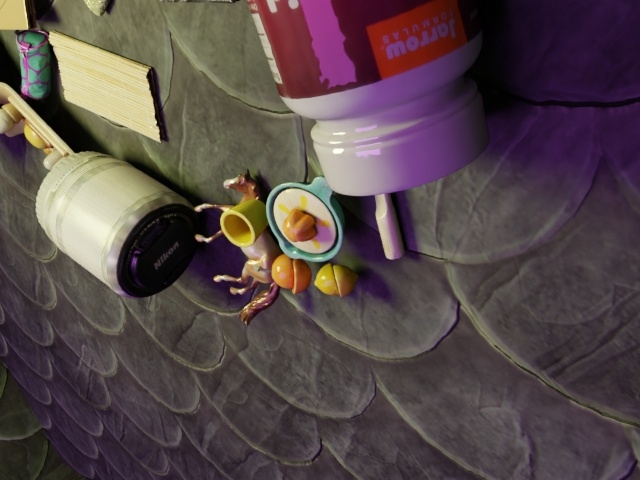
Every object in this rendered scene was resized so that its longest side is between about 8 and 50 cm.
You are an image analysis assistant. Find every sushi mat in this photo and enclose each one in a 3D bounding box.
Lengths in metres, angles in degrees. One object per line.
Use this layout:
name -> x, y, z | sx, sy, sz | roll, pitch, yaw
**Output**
sushi mat -> -0.417, -0.299, 1.329 | 0.316, 0.019, 0.151 | 26, 137, 32

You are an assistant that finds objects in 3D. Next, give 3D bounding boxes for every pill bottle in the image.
pill bottle -> 0.036, -0.259, 0.697 | 0.224, 0.224, 0.392 | 5, 123, 45

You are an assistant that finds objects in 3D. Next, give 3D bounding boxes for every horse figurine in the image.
horse figurine -> -0.133, 0.014, 1.226 | 0.174, 0.066, 0.263 | -15, 100, 34

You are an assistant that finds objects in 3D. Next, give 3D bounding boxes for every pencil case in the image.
pencil case -> -0.593, -0.363, 1.423 | 0.064, 0.070, 0.152 | 32, 142, 5

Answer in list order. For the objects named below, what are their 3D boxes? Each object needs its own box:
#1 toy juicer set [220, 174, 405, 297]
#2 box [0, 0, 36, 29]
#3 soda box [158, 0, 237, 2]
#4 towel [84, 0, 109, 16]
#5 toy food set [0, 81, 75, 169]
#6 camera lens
toy juicer set -> 0.000, 0.000, 1.036 | 0.329, 0.089, 0.209 | -20, 107, 43
box -> -0.625, -0.497, 1.344 | 0.201, 0.021, 0.164 | 13, 112, 37
soda box -> -0.163, -0.366, 0.963 | 0.169, 0.060, 0.053 | 17, 130, 39
towel -> -0.404, -0.466, 1.170 | 0.148, 0.027, 0.110 | 55, 145, -3
toy food set -> -0.619, -0.188, 1.518 | 0.306, 0.092, 0.220 | 45, 163, 10
camera lens -> -0.392, -0.033, 1.351 | 0.274, 0.219, 0.219 | 30, 138, 27
